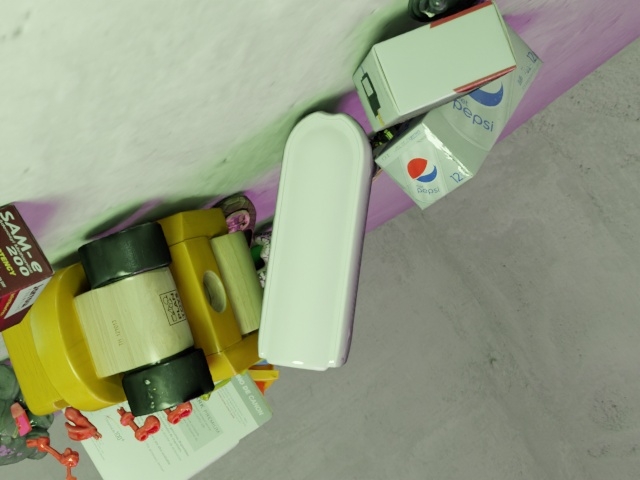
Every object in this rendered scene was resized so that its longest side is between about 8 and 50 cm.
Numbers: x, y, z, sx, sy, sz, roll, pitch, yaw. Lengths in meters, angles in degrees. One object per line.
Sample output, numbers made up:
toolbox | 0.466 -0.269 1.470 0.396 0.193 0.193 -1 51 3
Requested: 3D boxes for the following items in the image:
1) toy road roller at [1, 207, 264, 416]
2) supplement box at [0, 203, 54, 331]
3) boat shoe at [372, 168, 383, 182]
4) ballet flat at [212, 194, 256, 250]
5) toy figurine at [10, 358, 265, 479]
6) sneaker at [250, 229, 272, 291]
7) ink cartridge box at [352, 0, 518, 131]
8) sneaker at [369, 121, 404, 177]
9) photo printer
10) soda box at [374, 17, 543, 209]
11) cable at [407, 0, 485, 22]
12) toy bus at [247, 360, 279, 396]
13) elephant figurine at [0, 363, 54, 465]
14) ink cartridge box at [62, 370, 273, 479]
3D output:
toy road roller | -0.225 0.094 1.012 0.240 0.203 0.329 -19 180 19
supplement box | -0.339 0.067 0.642 0.239 0.073 0.130 -30 174 -40
boat shoe | 0.096 -0.143 1.538 0.135 0.050 0.045 -46 167 23
ballet flat | -0.135 0.018 1.258 0.084 0.058 0.250 -16 152 -22
toy figurine | -0.260 0.128 1.155 0.362 0.191 0.217 -28 136 -27
sneaker | -0.168 0.073 1.682 0.182 0.158 0.410 2 149 -44
ink cartridge box | 0.112 -0.175 0.868 0.127 0.072 0.175 -23 -177 -3
sneaker | 0.100 -0.157 1.385 0.188 0.067 0.078 -29 153 -19
photo printer | 0.000 0.000 1.032 0.107 0.308 0.256 7 175 5
soda box | 0.184 -0.169 1.069 0.098 0.091 0.286 -36 -168 49
cable | 0.171 -0.260 0.789 0.184 0.047 0.150 -33 176 -3
toy bus | -0.144 0.237 1.638 0.149 0.212 0.220 8 146 -26
elephant figurine | -0.553 0.304 1.305 0.239 0.169 0.186 -18 150 13
ink cartridge box | -0.271 0.233 1.347 0.271 0.309 0.130 -31 175 -17
